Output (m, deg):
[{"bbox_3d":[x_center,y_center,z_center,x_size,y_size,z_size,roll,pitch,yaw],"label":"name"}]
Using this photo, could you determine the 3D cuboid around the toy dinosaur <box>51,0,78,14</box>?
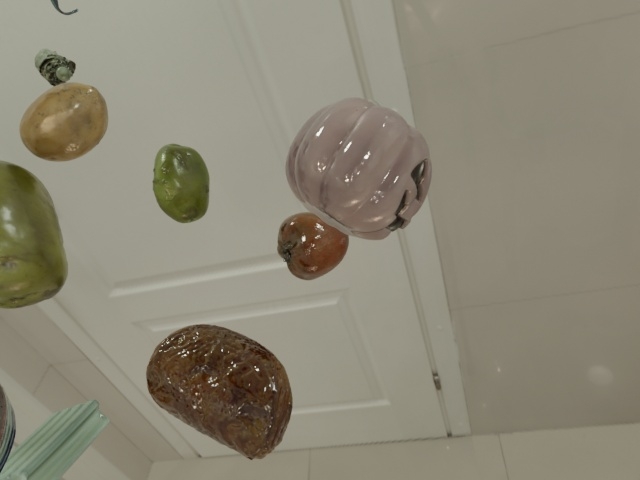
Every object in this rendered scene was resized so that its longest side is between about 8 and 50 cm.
[{"bbox_3d":[-0.533,-0.477,0.890,0.080,0.197,0.045,-48,39,1],"label":"toy dinosaur"}]

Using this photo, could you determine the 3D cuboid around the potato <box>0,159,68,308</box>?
[{"bbox_3d":[-0.452,-0.011,0.714,0.149,0.197,0.228,-22,77,-11],"label":"potato"}]

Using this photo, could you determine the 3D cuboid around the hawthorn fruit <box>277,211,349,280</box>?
[{"bbox_3d":[0.000,0.000,1.452,0.251,0.199,0.199,-23,36,-24],"label":"hawthorn fruit"}]

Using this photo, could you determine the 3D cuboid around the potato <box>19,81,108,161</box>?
[{"bbox_3d":[-0.405,-0.191,0.791,0.147,0.112,0.112,-32,39,-1],"label":"potato"}]

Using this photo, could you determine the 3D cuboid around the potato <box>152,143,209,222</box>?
[{"bbox_3d":[-0.429,-0.181,1.541,0.149,0.253,0.186,-19,2,22],"label":"potato"}]

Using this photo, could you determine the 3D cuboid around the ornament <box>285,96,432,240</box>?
[{"bbox_3d":[0.052,-0.093,0.616,0.178,0.177,0.177,-12,39,10],"label":"ornament"}]

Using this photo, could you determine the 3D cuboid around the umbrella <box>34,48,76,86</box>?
[{"bbox_3d":[-0.536,-0.349,1.004,0.067,0.062,0.143,-30,43,-29],"label":"umbrella"}]

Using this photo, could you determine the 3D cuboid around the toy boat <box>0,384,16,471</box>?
[{"bbox_3d":[-0.479,0.272,0.711,0.229,0.080,0.045,34,105,55],"label":"toy boat"}]

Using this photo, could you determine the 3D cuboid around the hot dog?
[{"bbox_3d":[-0.243,0.365,1.217,0.388,0.174,0.266,22,96,19],"label":"hot dog"}]

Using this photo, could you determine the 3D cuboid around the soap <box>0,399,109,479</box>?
[{"bbox_3d":[-0.663,0.515,1.208,0.160,0.087,0.265,-21,13,17],"label":"soap"}]
